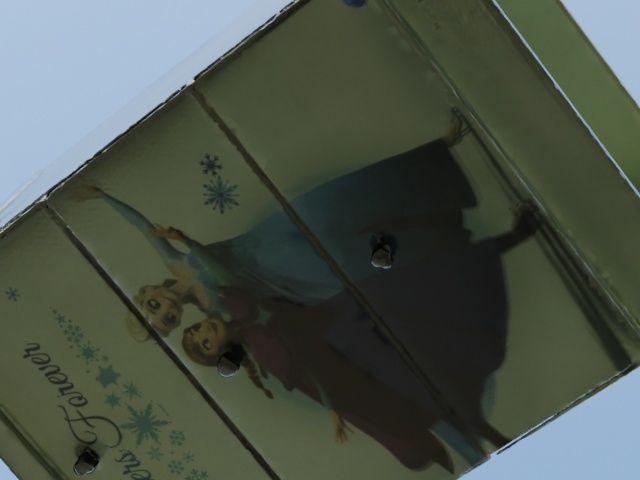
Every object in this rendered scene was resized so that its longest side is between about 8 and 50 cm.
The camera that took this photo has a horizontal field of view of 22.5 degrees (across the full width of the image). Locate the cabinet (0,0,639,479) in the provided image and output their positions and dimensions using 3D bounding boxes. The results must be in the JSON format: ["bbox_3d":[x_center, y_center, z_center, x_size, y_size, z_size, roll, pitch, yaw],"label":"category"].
[{"bbox_3d":[0.000,0.000,0.531,0.206,0.150,0.145,-35,-79,19],"label":"cabinet"}]
